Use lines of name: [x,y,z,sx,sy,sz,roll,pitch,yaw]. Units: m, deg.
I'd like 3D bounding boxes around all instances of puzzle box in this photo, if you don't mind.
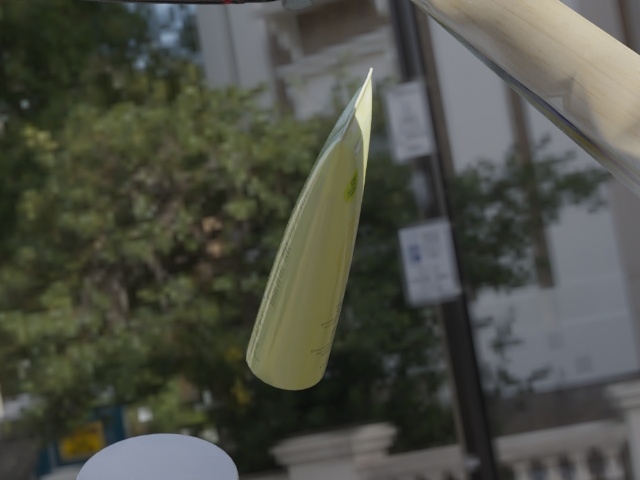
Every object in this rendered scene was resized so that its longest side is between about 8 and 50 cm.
puzzle box: [0.244,-0.031,1.134,0.409,0.052,0.272,33,9,-43]

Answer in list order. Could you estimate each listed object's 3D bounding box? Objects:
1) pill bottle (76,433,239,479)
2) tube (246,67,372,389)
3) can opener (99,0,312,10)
pill bottle: [-0.121,0.321,1.423,0.181,0.323,0.181,-1,29,1]
tube: [0.000,0.000,1.267,0.062,0.240,0.070,-8,40,-30]
can opener: [-0.036,-0.123,0.766,0.186,0.059,0.073,-5,-20,3]
